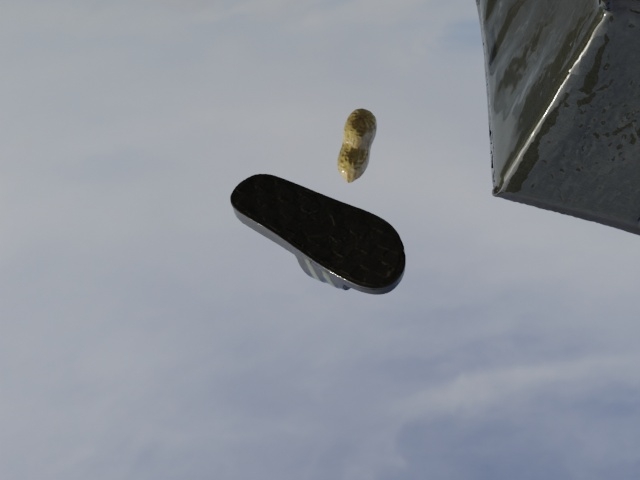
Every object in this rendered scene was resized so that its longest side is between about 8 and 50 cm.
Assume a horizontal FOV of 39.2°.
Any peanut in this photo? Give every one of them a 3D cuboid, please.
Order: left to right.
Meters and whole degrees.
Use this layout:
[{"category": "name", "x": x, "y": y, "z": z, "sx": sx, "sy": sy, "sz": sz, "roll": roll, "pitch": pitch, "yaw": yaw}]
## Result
[{"category": "peanut", "x": 0.052, "y": -0.138, "z": 1.309, "sx": 0.054, "sy": 0.113, "sz": 0.054, "roll": 12, "pitch": 173, "yaw": 2}]

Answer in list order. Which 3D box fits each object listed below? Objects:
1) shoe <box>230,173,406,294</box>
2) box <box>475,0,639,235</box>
[{"category": "shoe", "x": 0.000, "y": 0.000, "z": 0.779, "sx": 0.179, "sy": 0.049, "sz": 0.071, "roll": 28, "pitch": -120, "yaw": 28}, {"category": "box", "x": 0.290, "y": -0.185, "z": 0.781, "sx": 0.251, "sy": 0.204, "sz": 0.345, "roll": 14, "pitch": -135, "yaw": -7}]
